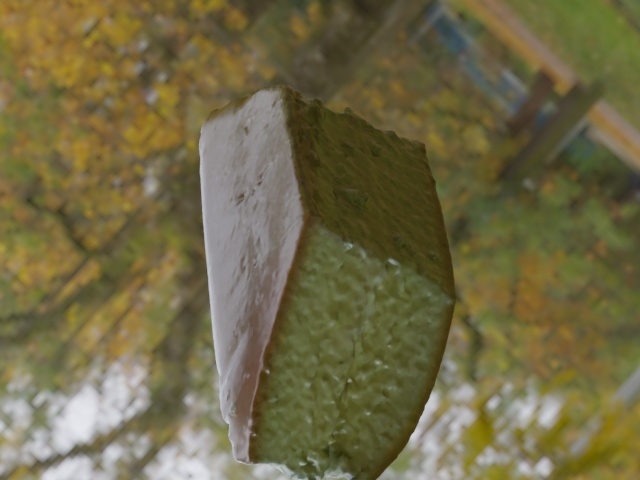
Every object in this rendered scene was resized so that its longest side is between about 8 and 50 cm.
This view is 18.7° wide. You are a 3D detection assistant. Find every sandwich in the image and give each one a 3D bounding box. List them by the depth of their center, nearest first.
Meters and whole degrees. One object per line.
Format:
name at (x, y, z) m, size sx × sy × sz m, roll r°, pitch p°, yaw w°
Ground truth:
sandwich at (0.000, 0.000, 0.929) m, size 0.094 × 0.096 × 0.258 m, roll 21°, pitch -143°, yaw -28°
